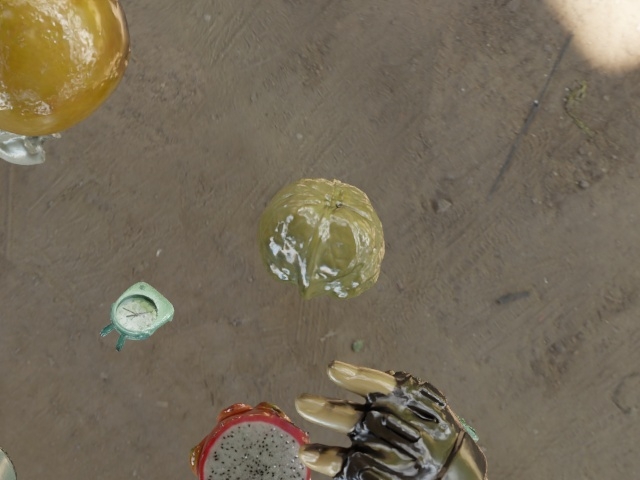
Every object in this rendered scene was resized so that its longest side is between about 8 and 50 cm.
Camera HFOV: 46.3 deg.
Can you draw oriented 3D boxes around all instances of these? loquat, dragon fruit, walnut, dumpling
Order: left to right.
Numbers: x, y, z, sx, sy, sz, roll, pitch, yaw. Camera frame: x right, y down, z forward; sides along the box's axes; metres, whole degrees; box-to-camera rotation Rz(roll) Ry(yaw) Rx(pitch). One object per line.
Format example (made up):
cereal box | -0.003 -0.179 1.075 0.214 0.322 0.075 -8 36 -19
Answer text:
dumpling | -0.574 -0.194 1.439 0.150 0.176 0.092 7 80 28
loquat | -0.392 -0.273 1.004 0.263 0.263 0.263 -3 111 -7
dragon fruit | -0.169 0.550 1.870 0.305 0.226 0.305 1 87 -14
walnut | 0.002 0.000 1.687 0.282 0.253 0.277 -7 145 -10

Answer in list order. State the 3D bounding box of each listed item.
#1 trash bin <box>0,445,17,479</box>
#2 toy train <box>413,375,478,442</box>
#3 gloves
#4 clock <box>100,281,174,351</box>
trash bin | -0.556 0.412 1.021 0.217 0.262 0.277 -22 110 -1
toy train | 0.244 0.443 1.744 0.269 0.115 0.154 45 63 -13
gloves | 0.062 0.179 0.568 0.124 0.164 0.203 -21 108 18
clock | -0.361 0.150 1.456 0.101 0.135 0.041 40 145 12
